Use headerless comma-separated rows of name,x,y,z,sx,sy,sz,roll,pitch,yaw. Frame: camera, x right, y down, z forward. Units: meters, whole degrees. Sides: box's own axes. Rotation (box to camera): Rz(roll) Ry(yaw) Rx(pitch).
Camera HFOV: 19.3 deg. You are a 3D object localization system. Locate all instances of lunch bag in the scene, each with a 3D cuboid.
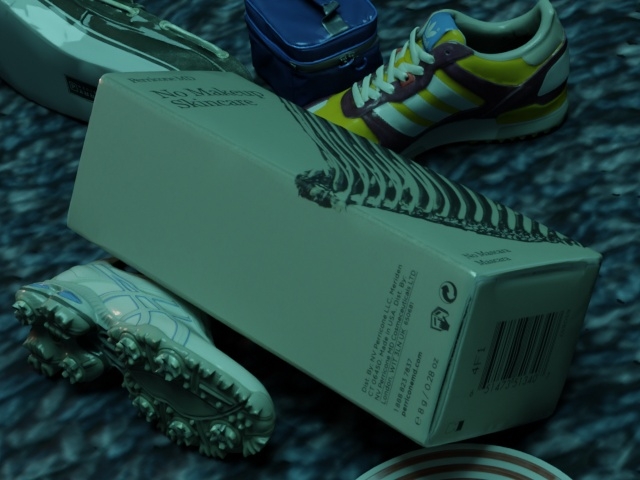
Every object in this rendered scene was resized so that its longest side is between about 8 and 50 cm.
lunch bag,-0.004,-0.128,1.171,0.067,0.065,0.098,-26,42,-17

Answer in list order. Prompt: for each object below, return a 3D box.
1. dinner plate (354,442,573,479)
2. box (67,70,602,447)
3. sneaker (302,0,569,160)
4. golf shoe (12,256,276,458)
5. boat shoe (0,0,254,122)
dinner plate,0.063,0.151,0.869,0.141,0.017,0.141,-6,39,5
box,0.000,0.000,0.973,0.275,0.094,0.113,29,23,35
sneaker,0.055,-0.094,1.104,0.185,0.084,0.069,-16,40,-7
golf shoe,-0.078,0.049,0.983,0.176,0.069,0.086,26,46,34
boat shoe,-0.140,-0.120,1.189,0.219,0.078,0.070,28,54,27
